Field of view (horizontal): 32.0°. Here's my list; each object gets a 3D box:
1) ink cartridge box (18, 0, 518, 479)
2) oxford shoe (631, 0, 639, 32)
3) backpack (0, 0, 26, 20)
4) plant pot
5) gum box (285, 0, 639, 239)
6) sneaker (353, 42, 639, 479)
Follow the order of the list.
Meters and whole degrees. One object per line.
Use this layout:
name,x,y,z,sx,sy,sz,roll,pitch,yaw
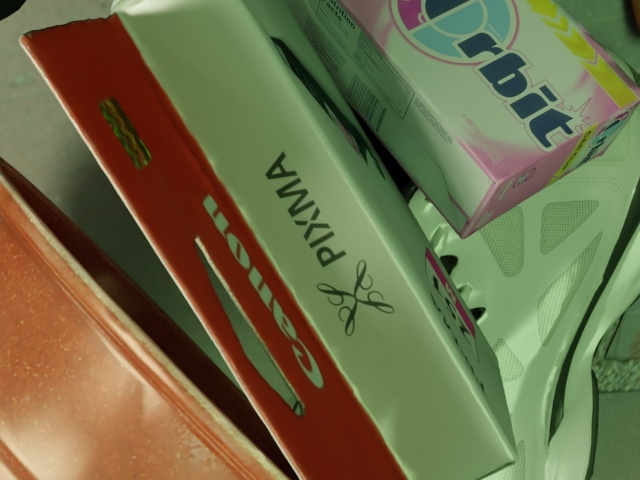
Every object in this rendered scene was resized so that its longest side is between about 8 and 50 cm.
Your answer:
ink cartridge box,0.000,0.000,0.499,0.060,0.239,0.275,-30,101,11
oxford shoe,0.281,-0.244,0.747,0.097,0.098,0.271,-19,130,-31
backpack,-0.190,-0.216,0.231,0.290,0.273,0.355,2,119,-19
plant pot,-0.152,0.147,0.514,0.265,0.272,0.272,-44,135,-6
gum box,0.066,-0.108,0.603,0.107,0.188,0.062,-30,162,-24
sneaker,0.069,0.060,0.743,0.258,0.169,0.447,20,94,-36
